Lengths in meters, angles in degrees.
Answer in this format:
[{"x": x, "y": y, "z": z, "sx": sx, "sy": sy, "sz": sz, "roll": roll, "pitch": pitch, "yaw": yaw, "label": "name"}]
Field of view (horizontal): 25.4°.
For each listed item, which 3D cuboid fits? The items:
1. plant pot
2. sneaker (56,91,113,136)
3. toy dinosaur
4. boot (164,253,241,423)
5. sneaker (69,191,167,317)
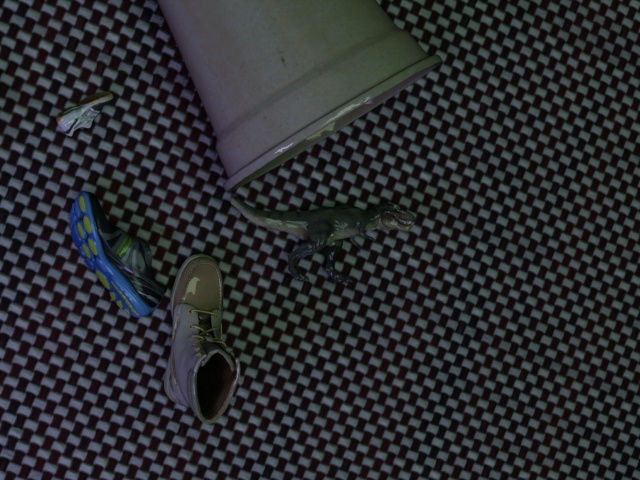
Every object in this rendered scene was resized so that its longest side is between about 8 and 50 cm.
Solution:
[{"x": -0.058, "y": -0.278, "z": 1.865, "sx": 0.333, "sy": 0.334, "sz": 0.305, "roll": -31, "pitch": 92, "yaw": -14, "label": "plant pot"}, {"x": -0.315, "y": -0.171, "z": 1.919, "sx": 0.083, "sy": 0.032, "sz": 0.037, "roll": -29, "pitch": 116, "yaw": -9, "label": "sneaker"}, {"x": 0.000, "y": 0.000, "z": 2.018, "sx": 0.268, "sy": 0.064, "sz": 0.118, "roll": 2, "pitch": 86, "yaw": -16, "label": "toy dinosaur"}, {"x": -0.155, "y": 0.131, "z": 1.916, "sx": 0.077, "sy": 0.165, "sz": 0.213, "roll": 8, "pitch": 93, "yaw": -19, "label": "boot"}, {"x": -0.275, "y": 0.014, "z": 1.931, "sx": 0.078, "sy": 0.067, "sz": 0.188, "roll": -40, "pitch": 104, "yaw": -34, "label": "sneaker"}]
